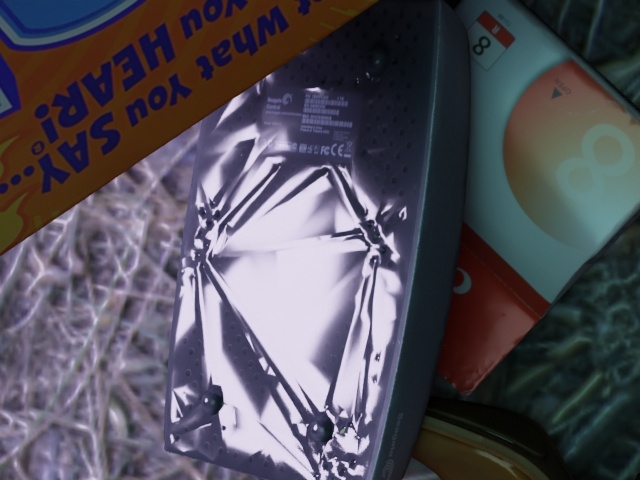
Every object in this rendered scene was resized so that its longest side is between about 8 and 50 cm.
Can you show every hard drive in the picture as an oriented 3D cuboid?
[{"bbox_3d":[0.000,0.000,0.949,0.172,0.054,0.255,8,90,44],"label":"hard drive"}]

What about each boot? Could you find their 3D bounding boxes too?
[{"bbox_3d":[0.095,0.176,0.947,0.197,0.073,0.152,25,102,19],"label":"boot"}]

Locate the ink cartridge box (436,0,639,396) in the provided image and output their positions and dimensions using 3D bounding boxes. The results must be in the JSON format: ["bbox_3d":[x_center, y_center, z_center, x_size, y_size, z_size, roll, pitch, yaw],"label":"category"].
[{"bbox_3d":[0.083,-0.027,0.960,0.145,0.045,0.179,45,101,13],"label":"ink cartridge box"}]

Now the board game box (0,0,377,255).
[{"bbox_3d":[-0.175,-0.265,0.771,0.356,0.356,0.356,-34,46,5],"label":"board game box"}]
